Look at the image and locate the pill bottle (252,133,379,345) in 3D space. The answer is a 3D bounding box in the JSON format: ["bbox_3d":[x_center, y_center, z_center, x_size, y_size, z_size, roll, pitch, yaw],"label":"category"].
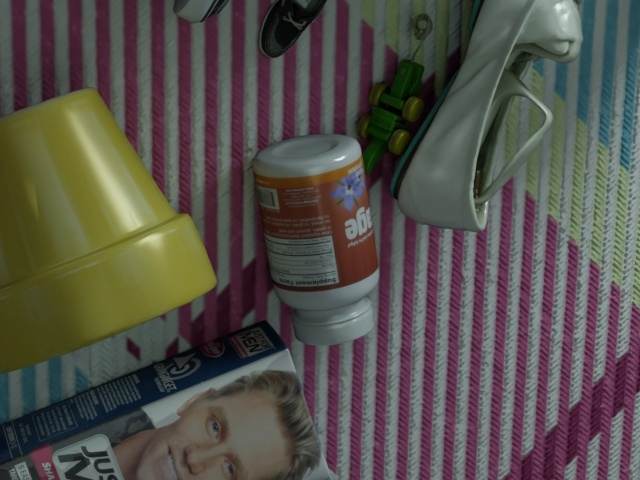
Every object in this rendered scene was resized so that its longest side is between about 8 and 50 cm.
[{"bbox_3d":[0.000,0.000,1.881,0.121,0.121,0.216,-14,109,-12],"label":"pill bottle"}]

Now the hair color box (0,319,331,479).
[{"bbox_3d":[-0.181,0.240,1.907,0.347,0.105,0.174,-22,111,-10],"label":"hair color box"}]

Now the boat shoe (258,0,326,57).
[{"bbox_3d":[-0.022,-0.251,1.847,0.046,0.038,0.125,36,93,-22],"label":"boat shoe"}]

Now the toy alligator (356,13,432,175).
[{"bbox_3d":[0.092,-0.159,1.903,0.051,0.056,0.190,8,106,-61],"label":"toy alligator"}]

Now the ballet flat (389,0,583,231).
[{"bbox_3d":[0.212,-0.188,1.874,0.139,0.139,0.400,20,102,-20],"label":"ballet flat"}]

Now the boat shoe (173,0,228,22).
[{"bbox_3d":[-0.040,-0.342,1.785,0.102,0.108,0.301,34,87,-20],"label":"boat shoe"}]

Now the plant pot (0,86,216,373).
[{"bbox_3d":[-0.262,-0.019,1.747,0.254,0.254,0.239,-21,94,-10],"label":"plant pot"}]
